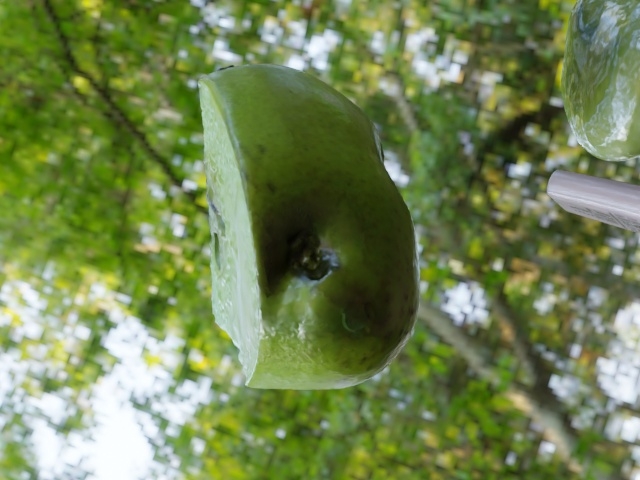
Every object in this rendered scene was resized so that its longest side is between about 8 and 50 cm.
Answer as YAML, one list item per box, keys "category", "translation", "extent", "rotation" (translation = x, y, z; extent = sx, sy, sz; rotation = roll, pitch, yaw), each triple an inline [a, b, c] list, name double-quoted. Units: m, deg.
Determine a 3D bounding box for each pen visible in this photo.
- category: "pen"
  translation: [0.255, -0.018, 1.311]
  extent: [0.053, 0.197, 0.032]
  rotation: [37, -104, -43]

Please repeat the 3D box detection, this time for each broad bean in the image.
- category: "broad bean"
  translation: [0.398, -0.233, 2.288]
  extent: [0.238, 0.119, 0.291]
  rotation: [-51, 29, 36]

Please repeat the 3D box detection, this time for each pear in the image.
- category: "pear"
  translation: [0.000, 0.000, 1.597]
  extent: [0.176, 0.282, 0.286]
  rotation: [-7, -69, -11]
